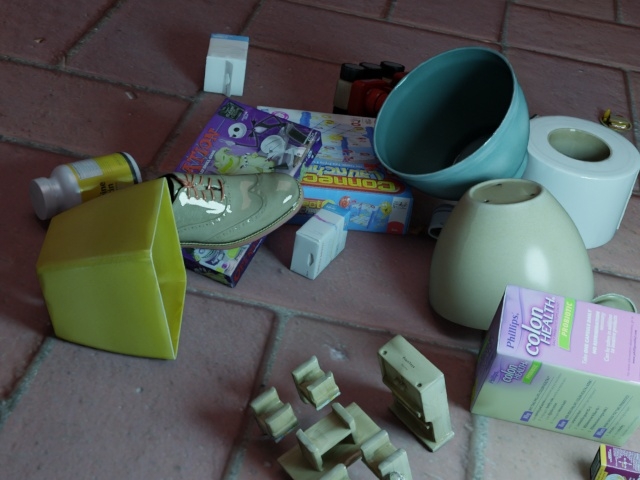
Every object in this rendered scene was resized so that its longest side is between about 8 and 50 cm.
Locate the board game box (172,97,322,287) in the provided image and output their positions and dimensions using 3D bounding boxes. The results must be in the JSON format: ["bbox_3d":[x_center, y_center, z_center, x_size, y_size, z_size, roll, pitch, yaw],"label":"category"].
[{"bbox_3d":[-0.164,-0.095,1.857,0.208,0.056,0.346,19,60,20],"label":"board game box"}]

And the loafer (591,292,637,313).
[{"bbox_3d":[0.462,0.152,1.733,0.102,0.092,0.268,31,40,27],"label":"loafer"}]

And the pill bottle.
[{"bbox_3d":[-0.423,-0.094,1.859,0.184,0.103,0.103,-18,43,-32],"label":"pill bottle"}]

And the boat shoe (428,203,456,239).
[{"bbox_3d":[0.313,-0.005,1.945,0.226,0.083,0.075,10,44,22],"label":"boat shoe"}]

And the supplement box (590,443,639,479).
[{"bbox_3d":[0.441,0.337,1.500,0.083,0.055,0.043,12,37,4],"label":"supplement box"}]

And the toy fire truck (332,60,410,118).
[{"bbox_3d":[0.181,-0.314,2.211,0.246,0.158,0.217,27,25,34],"label":"toy fire truck"}]

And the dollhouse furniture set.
[{"bbox_3d":[0.060,0.276,1.465,0.242,0.161,0.212,-34,50,-17],"label":"dollhouse furniture set"}]

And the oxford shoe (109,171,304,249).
[{"bbox_3d":[-0.198,-0.059,1.731,0.348,0.130,0.123,-16,58,-7],"label":"oxford shoe"}]

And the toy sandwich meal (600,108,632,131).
[{"bbox_3d":[0.709,-0.288,2.463,0.086,0.029,0.085,6,35,-5],"label":"toy sandwich meal"}]

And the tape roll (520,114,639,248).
[{"bbox_3d":[0.495,-0.120,2.058,0.246,0.169,0.246,6,35,-4],"label":"tape roll"}]

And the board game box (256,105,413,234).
[{"bbox_3d":[0.015,-0.145,2.049,0.308,0.086,0.302,5,35,-6],"label":"board game box"}]

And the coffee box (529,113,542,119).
[{"bbox_3d":[0.518,-0.185,2.203,0.184,0.113,0.040,29,38,23],"label":"coffee box"}]

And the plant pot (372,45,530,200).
[{"bbox_3d":[0.272,-0.189,1.938,0.293,0.196,0.293,-22,47,25],"label":"plant pot"}]

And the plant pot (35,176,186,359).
[{"bbox_3d":[-0.326,0.050,1.611,0.187,0.212,0.212,-5,36,2],"label":"plant pot"}]

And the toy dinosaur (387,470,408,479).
[{"bbox_3d":[0.182,0.409,1.329,0.118,0.064,0.268,-13,54,-48],"label":"toy dinosaur"}]

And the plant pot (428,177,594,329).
[{"bbox_3d":[0.320,0.004,1.753,0.284,0.190,0.284,-6,22,2],"label":"plant pot"}]

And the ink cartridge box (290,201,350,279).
[{"bbox_3d":[0.000,0.000,1.839,0.052,0.088,0.122,22,37,17],"label":"ink cartridge box"}]

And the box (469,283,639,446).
[{"bbox_3d":[0.366,0.189,1.530,0.243,0.213,0.117,12,58,4],"label":"box"}]

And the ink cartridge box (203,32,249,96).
[{"bbox_3d":[-0.214,-0.398,2.344,0.090,0.092,0.143,6,35,-4],"label":"ink cartridge box"}]
